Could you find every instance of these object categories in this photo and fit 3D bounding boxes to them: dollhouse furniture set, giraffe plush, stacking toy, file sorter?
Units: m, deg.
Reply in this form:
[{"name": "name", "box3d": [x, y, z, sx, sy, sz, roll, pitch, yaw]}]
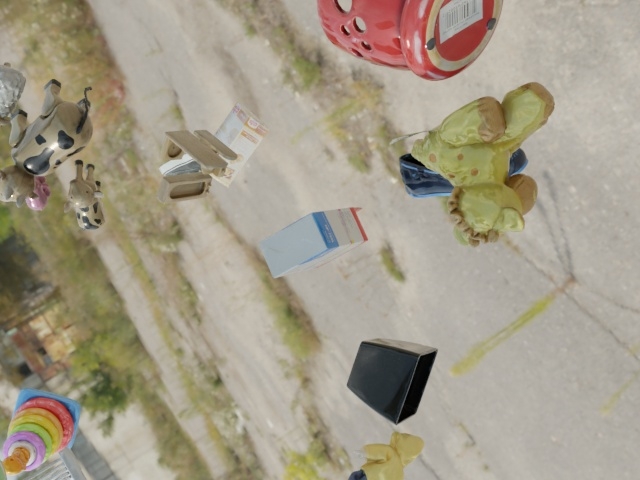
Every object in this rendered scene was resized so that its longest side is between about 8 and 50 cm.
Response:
[{"name": "dollhouse furniture set", "box3d": [-0.229, -0.119, 1.612, 0.123, 0.144, 0.151, 39, 121, 28]}, {"name": "giraffe plush", "box3d": [0.217, -0.085, 1.079, 0.181, 0.210, 0.171, 24, -134, -85]}, {"name": "stacking toy", "box3d": [-0.735, 0.515, 2.101, 0.302, 0.175, 0.166, -94, 20, -77]}, {"name": "file sorter", "box3d": [-0.455, 0.503, 1.427, 0.193, 0.173, 0.278, 55, 156, 11]}]

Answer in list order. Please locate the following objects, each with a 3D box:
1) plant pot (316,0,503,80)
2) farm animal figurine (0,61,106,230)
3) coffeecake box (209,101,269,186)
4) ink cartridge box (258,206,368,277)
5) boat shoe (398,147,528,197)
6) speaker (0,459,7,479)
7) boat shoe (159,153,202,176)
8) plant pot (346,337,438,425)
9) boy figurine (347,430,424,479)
[{"name": "plant pot", "box3d": [0.118, -0.299, 1.040, 0.174, 0.191, 0.191, 37, 154, 37]}, {"name": "farm animal figurine", "box3d": [-0.510, -0.139, 1.526, 0.327, 0.330, 0.172, -48, 41, 32]}, {"name": "coffeecake box", "box3d": [-0.228, -0.252, 2.164, 0.068, 0.185, 0.142, 32, -170, -29]}, {"name": "ink cartridge box", "box3d": [0.000, 0.000, 1.621, 0.231, 0.134, 0.078, -11, -106, -62]}, {"name": "boat shoe", "box3d": [0.242, -0.134, 1.493, 0.258, 0.109, 0.089, -11, 117, 39]}, {"name": "speaker", "box3d": [-0.400, 0.227, 0.848, 0.296, 0.131, 0.131, 6, 126, 61]}, {"name": "boat shoe", "box3d": [-0.313, -0.168, 1.947, 0.219, 0.077, 0.070, -10, 108, 60]}, {"name": "plant pot", "box3d": [0.177, 0.344, 2.137, 0.167, 0.188, 0.187, 19, -175, 22]}, {"name": "boy figurine", "box3d": [0.134, 0.555, 2.002, 0.092, 0.285, 0.177, 9, 132, 53]}]
